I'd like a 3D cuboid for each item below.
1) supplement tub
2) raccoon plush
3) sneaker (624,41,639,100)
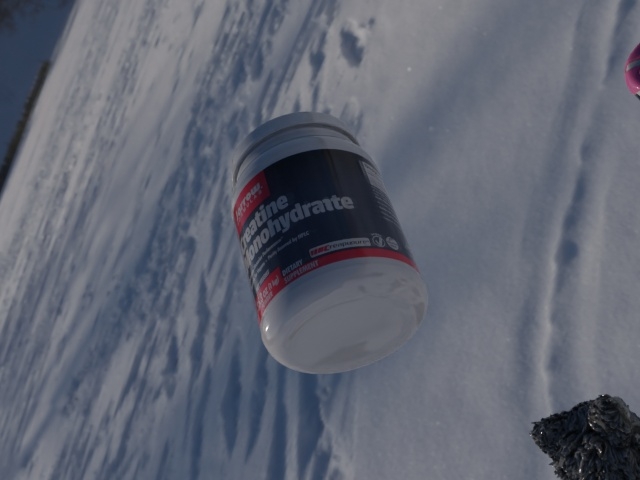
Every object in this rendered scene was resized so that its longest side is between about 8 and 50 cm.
[{"bbox_3d":[0.000,0.000,0.997,0.191,0.191,0.272,-52,42,36],"label":"supplement tub"},{"bbox_3d":[0.449,0.417,1.174,0.216,0.299,0.446,-38,18,21],"label":"raccoon plush"},{"bbox_3d":[0.262,-0.096,0.486,0.075,0.170,0.063,61,-158,-66],"label":"sneaker"}]
